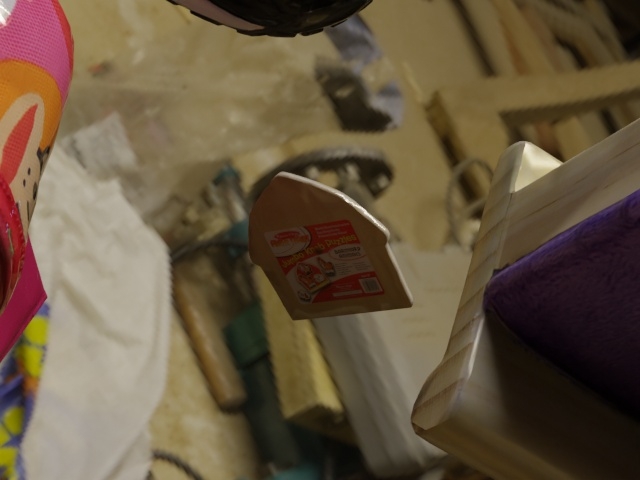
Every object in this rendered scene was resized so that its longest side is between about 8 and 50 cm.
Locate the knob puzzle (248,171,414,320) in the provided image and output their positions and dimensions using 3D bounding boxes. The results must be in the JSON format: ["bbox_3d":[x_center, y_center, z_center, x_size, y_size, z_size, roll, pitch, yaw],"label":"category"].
[{"bbox_3d":[0.000,0.000,1.621,0.213,0.213,0.030,49,44,-12],"label":"knob puzzle"}]

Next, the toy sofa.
[{"bbox_3d":[0.186,0.009,0.335,0.150,0.362,0.177,32,54,-19],"label":"toy sofa"}]

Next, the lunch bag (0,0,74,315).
[{"bbox_3d":[-0.238,-0.028,0.357,0.293,0.258,0.120,30,41,-25],"label":"lunch bag"}]

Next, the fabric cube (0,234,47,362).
[{"bbox_3d":[-0.433,0.017,1.286,0.254,0.259,0.258,-66,155,-51],"label":"fabric cube"}]

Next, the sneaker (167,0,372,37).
[{"bbox_3d":[-0.064,-0.217,0.612,0.107,0.124,0.283,-23,67,-22],"label":"sneaker"}]
